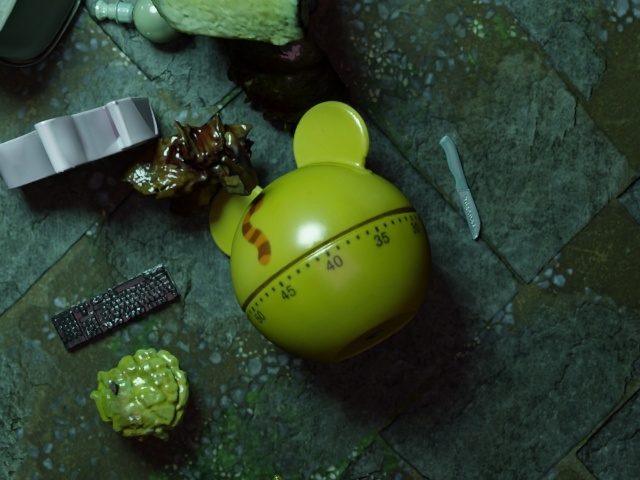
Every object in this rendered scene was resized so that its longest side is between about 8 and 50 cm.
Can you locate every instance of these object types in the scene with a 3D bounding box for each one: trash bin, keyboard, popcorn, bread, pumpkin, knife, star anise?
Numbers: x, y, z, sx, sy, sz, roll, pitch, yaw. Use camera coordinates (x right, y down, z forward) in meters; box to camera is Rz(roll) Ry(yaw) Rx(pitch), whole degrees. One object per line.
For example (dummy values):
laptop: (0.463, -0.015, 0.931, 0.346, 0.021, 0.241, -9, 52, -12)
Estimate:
trash bin: (-0.523, -0.402, 1.194, 0.220, 0.250, 0.219, 28, 98, -11)
keyboard: (-0.377, 0.122, 1.391, 0.231, 0.023, 0.072, -26, 97, -4)
popcorn: (-0.322, 0.276, 1.355, 0.174, 0.142, 0.173, -1, 97, -11)
bread: (-0.154, -0.444, 1.161, 0.264, 0.395, 0.239, -4, 125, 4)
pumpkin: (-0.068, -0.286, 1.315, 0.254, 0.149, 0.130, 29, 79, -7)
knife: (0.274, -0.103, 1.462, 0.028, 0.015, 0.210, -23, 100, -12)
star anise: (-0.197, -0.126, 1.247, 0.238, 0.346, 0.148, -14, 91, -29)

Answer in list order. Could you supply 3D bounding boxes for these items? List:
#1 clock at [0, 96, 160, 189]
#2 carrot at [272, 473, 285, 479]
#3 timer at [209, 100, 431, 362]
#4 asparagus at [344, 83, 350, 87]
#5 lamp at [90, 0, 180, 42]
clock: (-0.409, -0.154, 1.222, 0.276, 0.290, 0.080, -20, 100, -1)
carrot: (-0.072, 0.608, 1.471, 0.066, 0.066, 0.314, -4, 97, -8)
timer: (0.000, 0.000, 1.290, 0.376, 0.376, 0.386, -29, 75, -4)
asparagus: (-0.026, -0.277, 1.399, 0.163, 0.016, 0.016, -9, 72, -7)
lamp: (-0.321, -0.395, 1.314, 0.163, 0.091, 0.090, 9, 95, 7)
